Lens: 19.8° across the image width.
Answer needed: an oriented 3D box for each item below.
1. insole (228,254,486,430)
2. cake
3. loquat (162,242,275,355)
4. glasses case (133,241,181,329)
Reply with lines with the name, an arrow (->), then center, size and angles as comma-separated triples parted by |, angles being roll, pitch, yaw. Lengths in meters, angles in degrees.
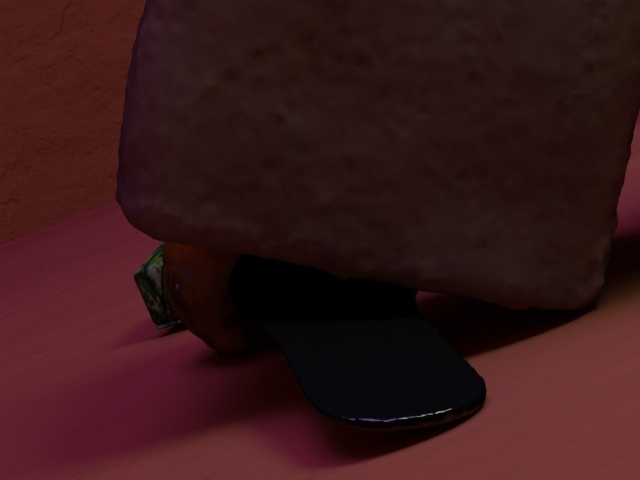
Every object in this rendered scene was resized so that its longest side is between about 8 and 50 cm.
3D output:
insole -> 0.015, 0.040, 1.026 | 0.119, 0.009, 0.348 | -7, 17, -9
cake -> 0.042, -0.104, 1.085 | 0.309, 0.230, 0.237 | 8, 9, 4
loquat -> -0.047, 0.017, 1.241 | 0.137, 0.113, 0.137 | -42, 20, 19
glasses case -> 0.000, 0.000, 1.404 | 0.272, 0.062, 0.095 | -17, 14, 17
